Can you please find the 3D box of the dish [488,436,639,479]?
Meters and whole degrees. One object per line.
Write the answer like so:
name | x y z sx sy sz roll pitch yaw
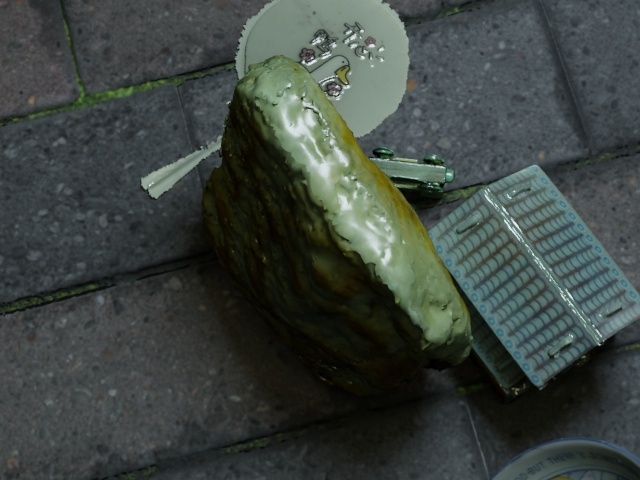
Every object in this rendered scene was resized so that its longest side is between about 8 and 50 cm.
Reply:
dish | 0.303 0.376 1.715 0.273 0.134 0.273 -18 54 27

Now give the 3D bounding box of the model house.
model house | 0.248 0.061 1.771 0.198 0.215 0.224 -33 74 -7

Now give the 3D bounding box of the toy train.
toy train | 0.109 -0.085 1.890 0.122 0.081 0.050 7 81 5

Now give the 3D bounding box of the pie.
pie | 0.009 0.001 1.690 0.180 0.418 0.395 -36 76 -15

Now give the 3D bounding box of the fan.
fan | -0.060 -0.184 1.962 0.415 0.012 0.233 -39 75 -11
